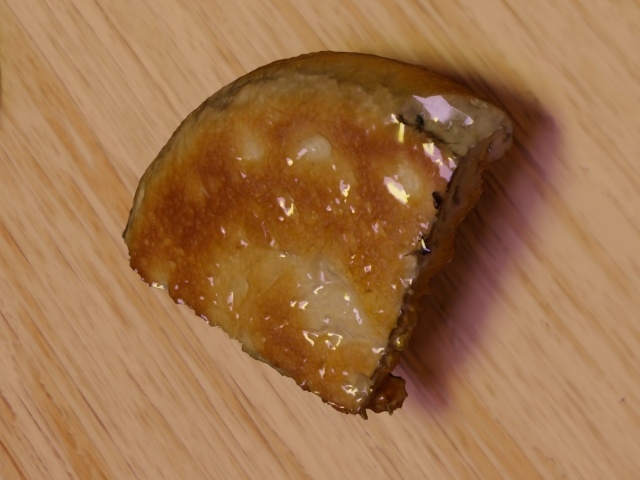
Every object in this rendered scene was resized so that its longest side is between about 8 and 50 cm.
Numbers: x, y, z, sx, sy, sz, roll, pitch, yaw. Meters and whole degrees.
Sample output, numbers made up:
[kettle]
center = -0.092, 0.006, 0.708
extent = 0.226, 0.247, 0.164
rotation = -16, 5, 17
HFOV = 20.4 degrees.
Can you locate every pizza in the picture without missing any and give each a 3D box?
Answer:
[pizza]
center = 0.000, 0.000, 1.096
extent = 0.336, 0.086, 0.226
rotation = -18, 93, 46
